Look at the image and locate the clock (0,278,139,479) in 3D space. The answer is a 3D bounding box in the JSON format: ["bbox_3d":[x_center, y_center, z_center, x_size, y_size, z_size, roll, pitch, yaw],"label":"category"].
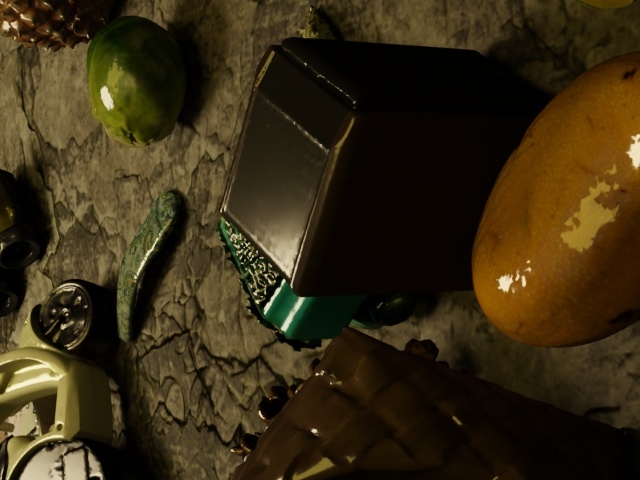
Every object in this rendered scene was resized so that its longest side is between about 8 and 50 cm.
[{"bbox_3d":[-0.358,0.257,1.918,0.276,0.120,0.379,-24,60,25],"label":"clock"}]

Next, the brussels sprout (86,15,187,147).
[{"bbox_3d":[-0.215,-0.187,1.770,0.155,0.117,0.155,158,90,-77],"label":"brussels sprout"}]

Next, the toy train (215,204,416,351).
[{"bbox_3d":[0.000,0.000,1.417,0.112,0.163,0.203,-60,43,34],"label":"toy train"}]

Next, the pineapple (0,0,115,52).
[{"bbox_3d":[-0.361,-0.315,1.913,0.166,0.193,0.166,21,115,56],"label":"pineapple"}]

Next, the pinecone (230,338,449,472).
[{"bbox_3d":[0.036,0.179,1.364,0.169,0.212,0.185,54,-174,-3],"label":"pinecone"}]

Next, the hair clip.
[{"bbox_3d":[-0.220,0.035,1.851,0.066,0.036,0.229,59,136,46],"label":"hair clip"}]

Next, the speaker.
[{"bbox_3d":[0.059,-0.059,1.270,0.153,0.231,0.192,45,126,45],"label":"speaker"}]

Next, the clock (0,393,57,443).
[{"bbox_3d":[-0.392,0.270,2.087,0.229,0.063,0.156,-6,83,52],"label":"clock"}]

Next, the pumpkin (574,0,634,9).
[{"bbox_3d":[0.248,-0.283,1.118,0.217,0.110,0.217,35,130,57],"label":"pumpkin"}]

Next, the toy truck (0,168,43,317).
[{"bbox_3d":[-0.507,0.007,2.154,0.147,0.165,0.224,59,136,35],"label":"toy truck"}]

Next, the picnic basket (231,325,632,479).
[{"bbox_3d":[0.083,0.278,1.120,0.293,0.337,0.337,-57,47,36],"label":"picnic basket"}]

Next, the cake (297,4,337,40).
[{"bbox_3d":[-0.004,-0.182,1.520,0.140,0.055,0.051,62,143,37],"label":"cake"}]

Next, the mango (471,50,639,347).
[{"bbox_3d":[0.219,-0.031,1.142,0.295,0.120,0.177,-50,43,41],"label":"mango"}]
